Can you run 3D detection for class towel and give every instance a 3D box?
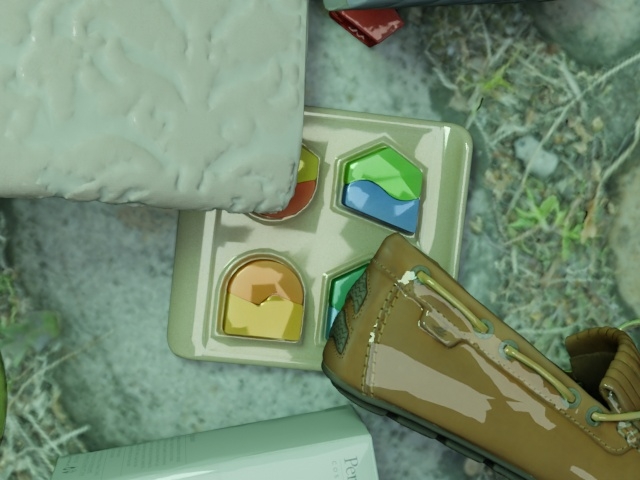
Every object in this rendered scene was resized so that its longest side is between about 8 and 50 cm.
[{"bbox_3d":[-0.145,-0.180,0.969,0.332,0.053,0.317,2,90,-40],"label":"towel"}]

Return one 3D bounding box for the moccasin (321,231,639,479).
[{"bbox_3d":[0.190,0.115,1.090,0.380,0.139,0.147,28,93,-6],"label":"moccasin"}]

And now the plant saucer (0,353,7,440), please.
[{"bbox_3d":[-0.347,0.115,1.091,0.241,0.037,0.241,0,94,-5],"label":"plant saucer"}]

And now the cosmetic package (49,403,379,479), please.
[{"bbox_3d":[-0.060,0.251,1.074,0.225,0.138,0.224,-10,94,-6],"label":"cosmetic package"}]

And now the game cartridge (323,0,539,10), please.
[{"bbox_3d":[0.081,-0.337,1.038,0.230,0.068,0.355,-10,93,-35],"label":"game cartridge"}]

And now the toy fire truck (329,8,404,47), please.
[{"bbox_3d":[0.024,-0.250,1.099,0.135,0.047,0.192,-40,96,-2],"label":"toy fire truck"}]

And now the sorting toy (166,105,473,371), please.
[{"bbox_3d":[0.000,0.000,1.115,0.208,0.038,0.193,6,93,-5],"label":"sorting toy"}]
